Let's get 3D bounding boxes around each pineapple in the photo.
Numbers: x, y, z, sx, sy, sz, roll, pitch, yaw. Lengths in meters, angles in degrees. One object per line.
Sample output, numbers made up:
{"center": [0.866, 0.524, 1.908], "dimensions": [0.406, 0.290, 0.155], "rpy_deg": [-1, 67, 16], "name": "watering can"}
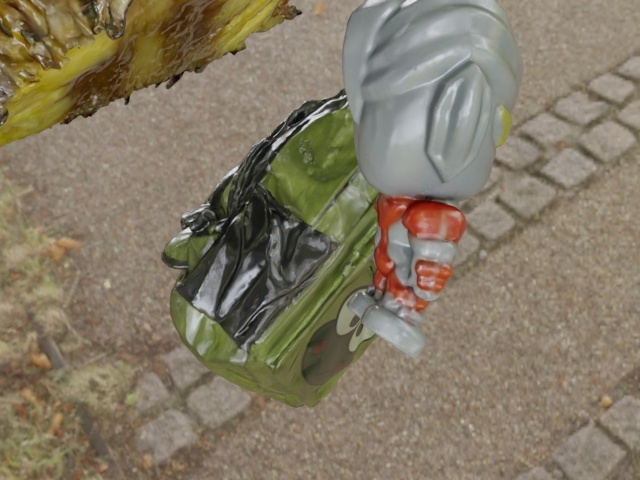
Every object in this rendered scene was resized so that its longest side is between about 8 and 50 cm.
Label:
{"center": [-0.099, -0.170, 0.436], "dimensions": [0.158, 0.161, 0.334], "rpy_deg": [-29, 5, 44], "name": "pineapple"}

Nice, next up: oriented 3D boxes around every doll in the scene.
{"center": [0.042, -0.041, 0.363], "dimensions": [0.079, 0.180, 0.094], "rpy_deg": [7, 9, -12], "name": "doll"}

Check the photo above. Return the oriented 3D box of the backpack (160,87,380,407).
{"center": [0.000, 0.000, 0.658], "dimensions": [0.140, 0.207, 0.253], "rpy_deg": [35, 81, 20], "name": "backpack"}
